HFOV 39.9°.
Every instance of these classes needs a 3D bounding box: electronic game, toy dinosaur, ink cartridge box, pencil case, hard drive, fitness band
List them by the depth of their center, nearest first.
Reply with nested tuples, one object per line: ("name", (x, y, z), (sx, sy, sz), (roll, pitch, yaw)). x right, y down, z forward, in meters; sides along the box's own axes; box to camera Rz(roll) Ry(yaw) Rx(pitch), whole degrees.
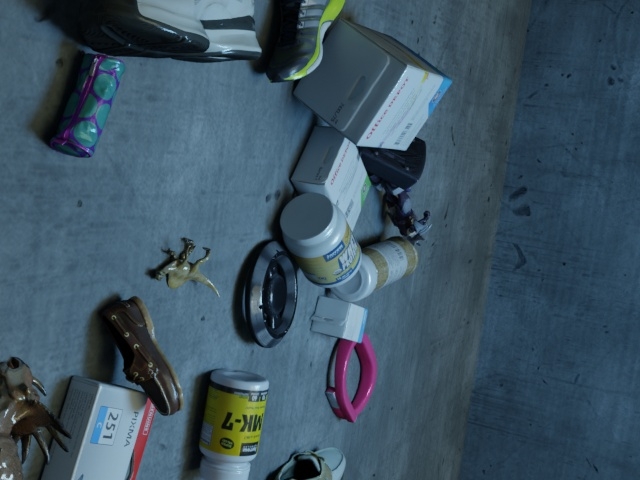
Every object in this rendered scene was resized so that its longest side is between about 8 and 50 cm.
("toy dinosaur", (-0.437, 0.322, 1.190), (0.200, 0.127, 0.296), (7, 99, -72))
("pencil case", (-0.333, -0.194, 1.263), (0.070, 0.064, 0.152), (70, 36, -74))
("ink cartridge box", (-0.352, 0.388, 1.454), (0.261, 0.066, 0.297), (35, 68, -62))
("toy dinosaur", (-0.240, 0.048, 1.595), (0.183, 0.053, 0.093), (19, 98, -58))
("electronic game", (-0.105, 0.115, 1.888), (0.229, 0.048, 0.229), (2, 90, -69))
("ink cartridge box", (0.118, -0.334, 1.926), (0.198, 0.197, 0.270), (-56, 159, 19))
("ink cartridge box", (0.028, -0.135, 2.020), (0.160, 0.092, 0.219), (-67, 152, -26))
("hard drive", (0.174, -0.215, 2.180), (0.054, 0.172, 0.255), (-62, -176, 29))
("ink cartridge box", (0.045, 0.195, 2.187), (0.143, 0.092, 0.090), (29, 73, -65))
("fitness band", (0.090, 0.369, 2.400), (0.209, 0.054, 0.291), (-64, 152, -30))

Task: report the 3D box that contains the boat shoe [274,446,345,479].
("boat shoe", (-0.022, 0.575, 2.170), (0.302, 0.113, 0.103), (-27, 129, -59))

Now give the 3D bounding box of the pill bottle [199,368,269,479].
("pill bottle", (-0.176, 0.370, 1.755), (0.119, 0.119, 0.209), (5, 95, -65))

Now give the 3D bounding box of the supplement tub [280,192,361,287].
("supplement tub", (0.000, 0.000, 1.949), (0.144, 0.144, 0.200), (-67, 152, -24))

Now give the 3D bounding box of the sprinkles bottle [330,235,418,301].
("sprinkles bottle", (0.144, 0.069, 2.312), (0.355, 0.121, 0.121), (-17, 115, -62))

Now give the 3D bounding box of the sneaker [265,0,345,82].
("sneaker", (-0.048, -0.437, 1.752), (0.121, 0.111, 0.300), (53, 46, -45))

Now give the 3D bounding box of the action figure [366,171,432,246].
("action figure", (0.221, -0.098, 2.371), (0.099, 0.185, 0.285), (-40, 139, -11))

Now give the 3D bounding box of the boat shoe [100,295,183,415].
("boat shoe", (-0.294, 0.197, 1.438), (0.073, 0.073, 0.207), (-27, 92, -45))

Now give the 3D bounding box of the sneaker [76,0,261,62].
("sneaker", (-0.228, -0.411, 1.338), (0.447, 0.169, 0.258), (-23, 112, -70))
